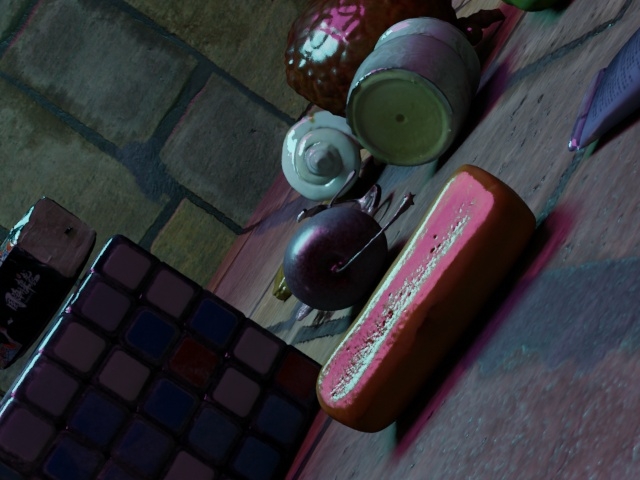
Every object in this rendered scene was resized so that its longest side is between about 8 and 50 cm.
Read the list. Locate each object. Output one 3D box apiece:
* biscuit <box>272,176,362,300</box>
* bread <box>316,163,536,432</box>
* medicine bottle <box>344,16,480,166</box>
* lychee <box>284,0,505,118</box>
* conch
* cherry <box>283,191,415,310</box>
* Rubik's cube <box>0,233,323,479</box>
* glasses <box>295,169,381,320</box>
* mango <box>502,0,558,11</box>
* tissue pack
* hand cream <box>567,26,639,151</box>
[{"bbox_3d":[-0.008,-0.010,2.142,0.225,0.036,0.166,-54,7,14],"label":"biscuit"},{"bbox_3d":[0.088,0.053,1.118,0.239,0.074,0.092,-55,43,11],"label":"bread"},{"bbox_3d":[0.116,-0.183,1.663,0.147,0.147,0.143,-50,6,39],"label":"medicine bottle"},{"bbox_3d":[0.101,-0.268,1.860,0.255,0.299,0.255,3,-90,-86],"label":"lychee"},{"bbox_3d":[0.017,-0.151,2.096,0.158,0.127,0.255,-31,13,11],"label":"conch"},{"bbox_3d":[0.042,0.000,1.577,0.188,0.115,0.148,-48,-30,10],"label":"cherry"},{"bbox_3d":[-0.210,0.221,1.484,0.287,0.293,0.292,-61,7,-34],"label":"Rubik's cube"},{"bbox_3d":[0.003,0.008,1.793,0.162,0.095,0.255,-61,2,30],"label":"glasses"},{"bbox_3d":[0.264,-0.342,1.627,0.137,0.091,0.237,-60,12,11],"label":"mango"},{"bbox_3d":[-0.322,0.050,1.471,0.170,0.090,0.103,-52,11,32],"label":"tissue pack"},{"bbox_3d":[0.253,-0.146,1.011,0.088,0.055,0.256,-68,9,-23],"label":"hand cream"}]
